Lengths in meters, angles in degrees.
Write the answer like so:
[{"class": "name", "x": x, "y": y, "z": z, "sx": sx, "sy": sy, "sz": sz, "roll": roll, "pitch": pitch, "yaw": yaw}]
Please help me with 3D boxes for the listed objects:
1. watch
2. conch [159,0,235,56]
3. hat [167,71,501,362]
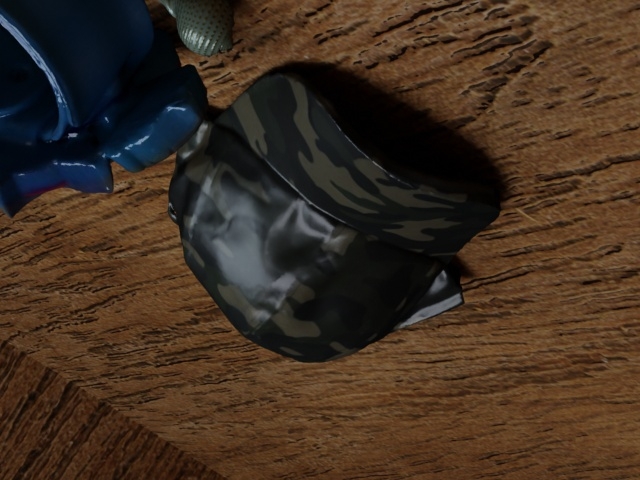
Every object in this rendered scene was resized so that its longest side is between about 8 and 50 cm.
[{"class": "watch", "x": -0.259, "y": -0.185, "z": 1.866, "sx": 0.305, "sy": 0.241, "sz": 0.274, "roll": 9, "pitch": 140, "yaw": 41}, {"class": "conch", "x": -0.111, "y": -0.209, "z": 1.831, "sx": 0.085, "sy": 0.056, "sz": 0.076, "roll": 59, "pitch": 177, "yaw": 1}, {"class": "hat", "x": 0.000, "y": 0.000, "z": 2.008, "sx": 0.366, "sy": 0.257, "sz": 0.382, "roll": 28, "pitch": 179, "yaw": -6}]
